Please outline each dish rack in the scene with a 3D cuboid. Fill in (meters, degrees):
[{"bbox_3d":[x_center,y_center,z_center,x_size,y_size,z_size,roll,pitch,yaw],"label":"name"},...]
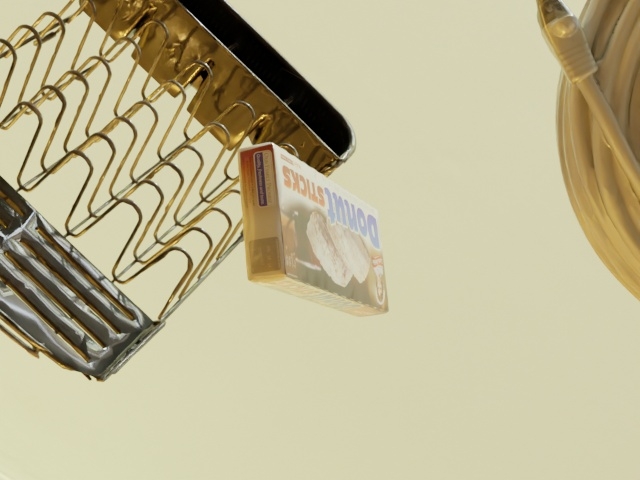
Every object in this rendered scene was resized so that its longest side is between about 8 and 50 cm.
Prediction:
[{"bbox_3d":[-0.119,-0.055,0.713,0.208,0.074,0.271,43,-139,-1],"label":"dish rack"}]

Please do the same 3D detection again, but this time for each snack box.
[{"bbox_3d":[0.000,0.000,0.647,0.022,0.178,0.064,-10,-102,17],"label":"snack box"}]

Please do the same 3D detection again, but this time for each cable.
[{"bbox_3d":[0.248,-0.063,0.632,0.257,0.089,0.257,-14,-85,1],"label":"cable"}]
